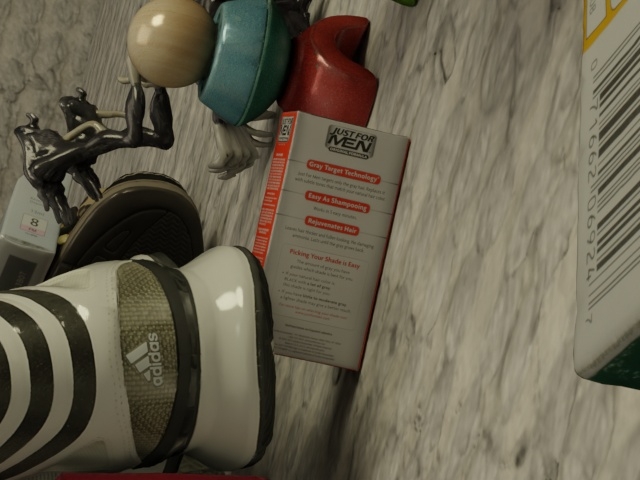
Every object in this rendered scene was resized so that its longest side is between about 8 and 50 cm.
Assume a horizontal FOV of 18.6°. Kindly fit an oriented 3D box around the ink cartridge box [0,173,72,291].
[{"bbox_3d":[-0.274,0.004,1.771,0.232,0.066,0.189,-91,23,-52],"label":"ink cartridge box"}]

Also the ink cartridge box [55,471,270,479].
[{"bbox_3d":[-0.094,0.308,1.055,0.226,0.131,0.306,112,159,-52],"label":"ink cartridge box"}]

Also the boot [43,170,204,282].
[{"bbox_3d":[-0.199,0.043,1.825,0.284,0.138,0.377,-97,18,-55],"label":"boot"}]

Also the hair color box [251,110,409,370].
[{"bbox_3d":[0.000,0.000,1.150,0.043,0.072,0.141,-166,89,-76],"label":"hair color box"}]

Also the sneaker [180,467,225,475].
[{"bbox_3d":[-0.123,0.286,1.322,0.102,0.146,0.293,-21,24,39],"label":"sneaker"}]

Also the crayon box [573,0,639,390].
[{"bbox_3d":[0.169,-0.105,0.515,0.323,0.083,0.203,124,155,-59],"label":"crayon box"}]

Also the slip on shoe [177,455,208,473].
[{"bbox_3d":[-0.153,0.166,1.557,0.331,0.123,0.101,115,167,-58],"label":"slip on shoe"}]

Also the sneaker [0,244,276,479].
[{"bbox_3d":[-0.208,0.085,1.208,0.447,0.257,0.169,150,118,-69],"label":"sneaker"}]

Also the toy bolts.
[{"bbox_3d":[-0.031,-0.187,1.258,0.218,0.158,0.228,-99,25,-57],"label":"toy bolts"}]

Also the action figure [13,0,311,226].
[{"bbox_3d":[-0.087,-0.113,1.477,0.276,0.141,0.164,-32,0,18],"label":"action figure"}]
